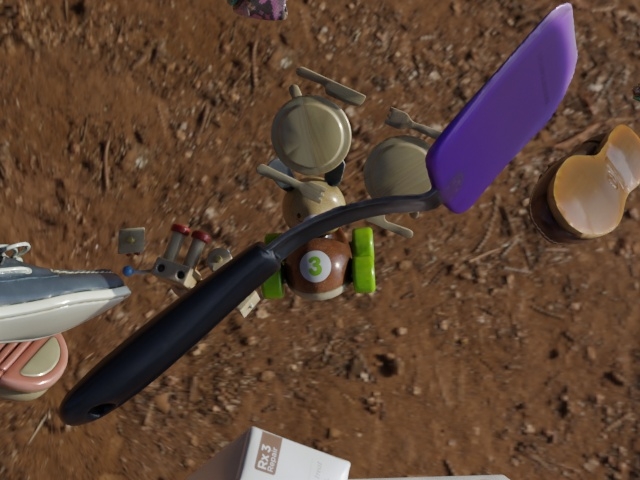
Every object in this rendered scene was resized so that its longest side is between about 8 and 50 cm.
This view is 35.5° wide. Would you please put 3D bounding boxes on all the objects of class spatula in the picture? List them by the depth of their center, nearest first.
[{"bbox_3d":[0.000,0.000,0.463,0.296,0.084,0.030,-33,64,5],"label":"spatula"}]

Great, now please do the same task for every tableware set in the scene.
[{"bbox_3d":[0.040,-0.095,1.083,0.194,0.039,0.128,24,108,-1],"label":"tableware set"}]

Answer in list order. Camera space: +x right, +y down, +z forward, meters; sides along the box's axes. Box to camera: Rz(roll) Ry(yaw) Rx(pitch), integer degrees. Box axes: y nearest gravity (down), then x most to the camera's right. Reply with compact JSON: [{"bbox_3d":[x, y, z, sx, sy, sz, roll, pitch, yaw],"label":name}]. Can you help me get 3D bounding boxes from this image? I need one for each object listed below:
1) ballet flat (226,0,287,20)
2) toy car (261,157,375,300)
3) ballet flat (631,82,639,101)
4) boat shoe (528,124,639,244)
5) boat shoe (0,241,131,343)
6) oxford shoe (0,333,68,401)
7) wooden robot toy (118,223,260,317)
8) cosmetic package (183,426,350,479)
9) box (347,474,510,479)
[{"bbox_3d":[-0.023,-0.296,0.927,0.079,0.221,0.077,7,47,-20],"label":"ballet flat"},{"bbox_3d":[-0.009,-0.028,1.360,0.155,0.149,0.188,-4,122,4],"label":"toy car"},{"bbox_3d":[0.266,-0.110,0.736,0.114,0.041,0.041,9,78,-45],"label":"ballet flat"},{"bbox_3d":[0.228,-0.041,0.882,0.207,0.073,0.073,-30,90,-51],"label":"boat shoe"},{"bbox_3d":[-0.280,0.049,0.863,0.254,0.095,0.079,-13,69,-45],"label":"boat shoe"},{"bbox_3d":[-0.454,0.087,1.072,0.397,0.147,0.140,24,33,10],"label":"oxford shoe"},{"bbox_3d":[-0.140,0.034,1.101,0.173,0.079,0.076,19,73,14],"label":"wooden robot toy"},{"bbox_3d":[-0.069,0.231,0.728,0.085,0.231,0.117,24,57,-16],"label":"cosmetic package"},{"bbox_3d":[0.168,0.457,1.413,0.345,0.215,0.168,6,103,-29],"label":"box"}]
